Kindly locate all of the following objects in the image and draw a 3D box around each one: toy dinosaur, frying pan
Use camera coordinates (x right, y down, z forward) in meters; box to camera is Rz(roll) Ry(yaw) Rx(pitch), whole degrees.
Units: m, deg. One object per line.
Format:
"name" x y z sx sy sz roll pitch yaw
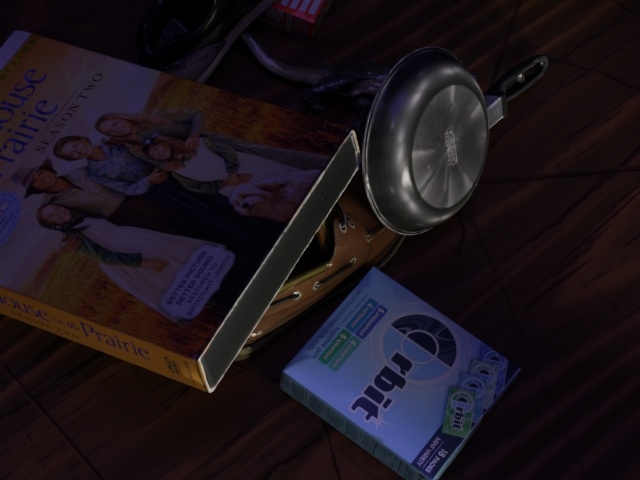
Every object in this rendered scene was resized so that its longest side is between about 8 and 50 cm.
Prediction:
"toy dinosaur" 0.032 -0.163 1.864 0.268 0.064 0.118 11 45 3
"frying pan" 0.156 -0.103 1.813 0.053 0.197 0.326 14 11 40

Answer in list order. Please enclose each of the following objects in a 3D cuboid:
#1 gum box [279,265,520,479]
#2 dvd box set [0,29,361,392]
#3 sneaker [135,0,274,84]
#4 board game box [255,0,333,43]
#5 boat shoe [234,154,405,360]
"gum box" 0.079 0.137 1.705 0.184 0.041 0.157 36 63 13
"dvd box set" -0.213 -0.045 1.702 0.420 0.062 0.308 19 57 25
"sneaker" -0.099 -0.290 1.840 0.107 0.124 0.283 30 81 8
"board game box" -0.037 -0.335 1.957 0.146 0.045 0.193 22 65 7
"boat shoe" 0.000 0.000 1.739 0.110 0.104 0.307 37 63 15
